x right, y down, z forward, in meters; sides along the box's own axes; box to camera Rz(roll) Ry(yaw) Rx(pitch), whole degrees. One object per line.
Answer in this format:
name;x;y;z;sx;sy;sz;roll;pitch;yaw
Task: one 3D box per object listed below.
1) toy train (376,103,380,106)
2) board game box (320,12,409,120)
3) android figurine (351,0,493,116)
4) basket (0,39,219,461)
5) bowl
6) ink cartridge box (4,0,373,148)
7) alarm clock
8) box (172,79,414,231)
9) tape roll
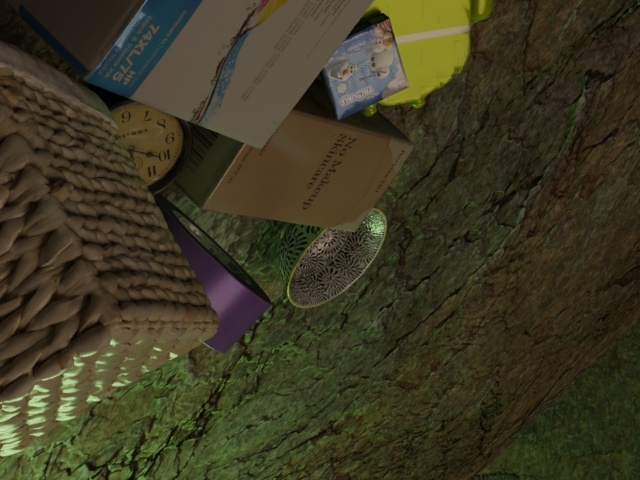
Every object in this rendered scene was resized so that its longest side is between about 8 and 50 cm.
toy train;0.100;-0.244;1.641;0.184;0.080;0.105;-37;155;-8
board game box;0.044;-0.189;1.494;0.090;0.020;0.090;-26;125;-9
android figurine;0.084;-0.265;1.516;0.248;0.056;0.273;-14;123;-17
basket;-0.302;0.038;1.128;0.328;0.266;0.331;-31;173;6
bowl;0.000;0.000;1.822;0.170;0.080;0.170;-33;150;-22
ink cartridge box;-0.124;-0.237;1.221;0.197;0.198;0.270;-53;150;12
alarm clock;-0.201;-0.091;1.426;0.129;0.064;0.192;-16;131;-17
box;-0.042;-0.110;1.579;0.311;0.121;0.148;6;122;-55
tape roll;-0.149;0.036;1.556;0.080;0.189;0.189;-46;152;1
